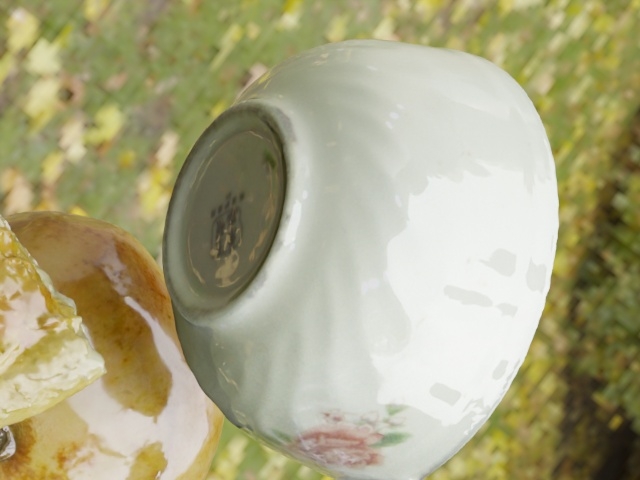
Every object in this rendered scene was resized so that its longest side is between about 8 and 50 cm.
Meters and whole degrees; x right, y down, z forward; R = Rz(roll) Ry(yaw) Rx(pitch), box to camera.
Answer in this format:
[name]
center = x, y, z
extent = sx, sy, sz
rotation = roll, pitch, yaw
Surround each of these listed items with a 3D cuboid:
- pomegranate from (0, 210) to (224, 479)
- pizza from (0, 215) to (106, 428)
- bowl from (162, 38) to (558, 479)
[pomegranate]
center = -0.190, 0.096, 1.363
extent = 0.229, 0.252, 0.270
rotation = -38, -170, 14
[pizza]
center = -0.294, 0.042, 1.058
extent = 0.258, 0.268, 0.087
rotation = -37, -169, 5
[bowl]
center = 0.000, 0.000, 1.147
extent = 0.145, 0.277, 0.277
rotation = 19, 114, -34
